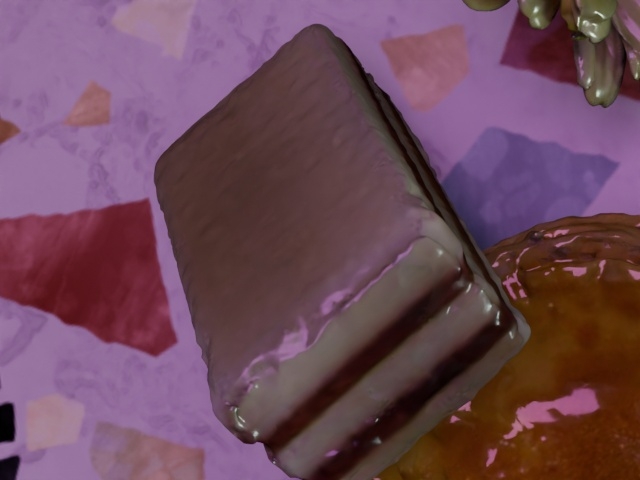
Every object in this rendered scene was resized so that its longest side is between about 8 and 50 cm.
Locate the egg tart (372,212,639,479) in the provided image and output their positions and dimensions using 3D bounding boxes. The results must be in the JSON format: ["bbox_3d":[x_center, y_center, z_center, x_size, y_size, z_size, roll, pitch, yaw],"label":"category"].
[{"bbox_3d":[0.184,0.172,0.979,0.388,0.169,0.387,-9,65,20],"label":"egg tart"}]

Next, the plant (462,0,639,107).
[{"bbox_3d":[0.213,-0.273,1.000,0.261,0.306,0.297,-50,44,33],"label":"plant"}]

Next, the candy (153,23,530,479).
[{"bbox_3d":[0.000,0.000,1.001,0.179,0.135,0.320,-37,36,11],"label":"candy"}]
